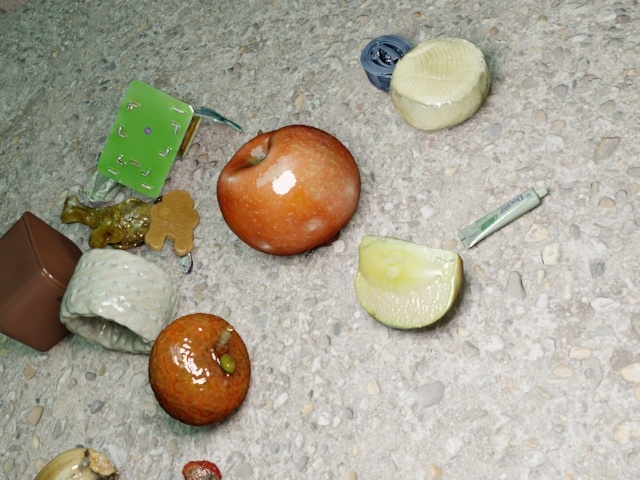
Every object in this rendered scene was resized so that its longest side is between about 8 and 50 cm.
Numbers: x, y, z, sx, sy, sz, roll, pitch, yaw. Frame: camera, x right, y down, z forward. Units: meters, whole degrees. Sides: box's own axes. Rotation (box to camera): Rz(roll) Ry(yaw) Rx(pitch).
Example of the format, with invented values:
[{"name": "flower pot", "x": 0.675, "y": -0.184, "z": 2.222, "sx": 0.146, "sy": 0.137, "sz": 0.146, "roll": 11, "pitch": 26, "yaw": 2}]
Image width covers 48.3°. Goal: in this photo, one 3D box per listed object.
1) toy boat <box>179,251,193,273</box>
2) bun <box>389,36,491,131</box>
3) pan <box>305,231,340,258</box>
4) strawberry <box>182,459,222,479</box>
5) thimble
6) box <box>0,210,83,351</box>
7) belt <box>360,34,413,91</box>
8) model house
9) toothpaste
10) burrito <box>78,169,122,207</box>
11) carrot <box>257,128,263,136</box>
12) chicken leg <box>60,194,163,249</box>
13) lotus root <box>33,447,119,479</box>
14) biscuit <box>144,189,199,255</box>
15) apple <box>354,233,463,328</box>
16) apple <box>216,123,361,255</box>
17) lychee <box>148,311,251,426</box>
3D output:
[{"name": "toy boat", "x": -0.377, "y": 0.061, "z": 1.998, "sx": 0.038, "sy": 0.038, "sz": 0.083, "roll": -29, "pitch": 48, "yaw": 12}, {"name": "bun", "x": 0.306, "y": -0.379, "z": 1.798, "sx": 0.260, "sy": 0.152, "sz": 0.259, "roll": -8, "pitch": 56, "yaw": 12}, {"name": "pan", "x": 0.000, "y": 0.000, "z": 1.814, "sx": 0.115, "sy": 0.023, "sz": 0.068, "roll": -45, "pitch": 47, "yaw": -3}, {"name": "strawberry", "x": -0.268, "y": 0.525, "z": 1.585, "sx": 0.083, "sy": 0.083, "sz": 0.096, "roll": -50, "pitch": 39, "yaw": -7}, {"name": "thimble", "x": -0.520, "y": 0.164, "z": 1.865, "sx": 0.292, "sy": 0.291, "sz": 0.195, "roll": -3, "pitch": 57, "yaw": 30}, {"name": "box", "x": -0.835, "y": 0.126, "z": 2.104, "sx": 0.229, "sy": 0.239, "sz": 0.339, "roll": -42, "pitch": 48, "yaw": 4}, {"name": "belt", "x": 0.196, "y": -0.492, "z": 1.990, "sx": 0.141, "sy": 0.082, "sz": 0.190, "roll": -40, "pitch": 46, "yaw": -2}, {"name": "model house", "x": -0.445, "y": -0.302, "z": 2.211, "sx": 0.323, "sy": 0.340, "sz": 0.300, "roll": -78, "pitch": 14, "yaw": -75}, {"name": "toothpaste", "x": 0.408, "y": -0.056, "z": 1.591, "sx": 0.218, "sy": 0.041, "sz": 0.064, "roll": -33, "pitch": 37, "yaw": 12}, {"name": "burrito", "x": -0.696, "y": -0.201, "z": 2.344, "sx": 0.229, "sy": 0.089, "sz": 0.144, "roll": -53, "pitch": 34, "yaw": -9}, {"name": "carrot", "x": -0.177, "y": -0.241, "z": 2.081, "sx": 0.049, "sy": 0.049, "sz": 0.254, "roll": -21, "pitch": 46, "yaw": 18}, {"name": "chicken leg", "x": -0.643, "y": -0.045, "z": 2.152, "sx": 0.361, "sy": 0.140, "sz": 0.211, "roll": -2, "pitch": 36, "yaw": 20}, {"name": "lotus root", "x": -0.616, "y": 0.633, "z": 1.673, "sx": 0.310, "sy": 0.183, "sz": 0.183, "roll": -52, "pitch": 48, "yaw": -1}, {"name": "biscuit", "x": -0.424, "y": -0.055, "z": 2.058, "sx": 0.144, "sy": 0.040, "sz": 0.236, "roll": 13, "pitch": 45, "yaw": -12}, {"name": "apple", "x": 0.192, "y": 0.103, "z": 1.565, "sx": 0.265, "sy": 0.120, "sz": 0.193, "roll": 11, "pitch": 78, "yaw": 39}, {"name": "apple", "x": -0.079, "y": -0.128, "z": 1.759, "sx": 0.349, "sy": 0.277, "sz": 0.348, "roll": -29, "pitch": 33, "yaw": 21}, {"name": "lychee", "x": -0.270, "y": 0.291, "z": 1.641, "sx": 0.300, "sy": 0.255, "sz": 0.255, "roll": -31, "pitch": 47, "yaw": 28}]
